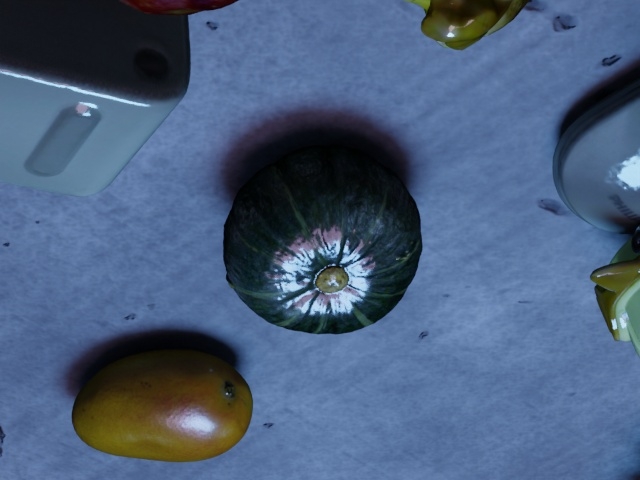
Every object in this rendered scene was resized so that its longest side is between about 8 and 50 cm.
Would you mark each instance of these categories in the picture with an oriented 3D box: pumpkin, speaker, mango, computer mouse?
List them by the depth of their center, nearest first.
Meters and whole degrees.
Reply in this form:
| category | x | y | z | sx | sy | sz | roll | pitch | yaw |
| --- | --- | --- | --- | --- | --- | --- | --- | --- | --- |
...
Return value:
| category | x | y | z | sx | sy | sz | roll | pitch | yaw |
| --- | --- | --- | --- | --- | --- | --- | --- | --- | --- |
| speaker | -0.335 | -0.174 | 1.643 | 0.406 | 0.183 | 0.184 | 12 | 144 | -25 |
| computer mouse | 0.386 | -0.106 | 1.859 | 0.331 | 0.095 | 0.197 | -34 | 136 | 32 |
| pumpkin | 0.002 | 0.000 | 1.917 | 0.211 | 0.152 | 0.212 | -1 | 122 | -1 |
| mango | -0.189 | 0.194 | 2.162 | 0.221 | 0.120 | 0.151 | -1 | 143 | 10 |

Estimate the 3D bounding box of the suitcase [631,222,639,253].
| category | x | y | z | sx | sy | sz | roll | pitch | yaw |
| --- | --- | --- | --- | --- | --- | --- | --- | --- | --- |
| suitcase | 0.481 | -0.127 | 1.656 | 0.283 | 0.194 | 0.434 | 13 | 113 | -19 |

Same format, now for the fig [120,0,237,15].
| category | x | y | z | sx | sy | sz | roll | pitch | yaw |
| --- | --- | --- | --- | --- | --- | --- | --- | --- | --- |
| fig | -0.119 | -0.311 | 1.481 | 0.224 | 0.224 | 0.263 | -16 | 114 | 15 |

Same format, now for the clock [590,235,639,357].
| category | x | y | z | sx | sy | sz | roll | pitch | yaw |
| --- | --- | --- | --- | --- | --- | --- | --- | --- | --- |
| clock | 0.438 | 0.045 | 1.951 | 0.286 | 0.117 | 0.348 | -34 | 151 | 33 |

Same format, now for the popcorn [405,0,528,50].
| category | x | y | z | sx | sy | sz | roll | pitch | yaw |
| --- | --- | --- | --- | --- | --- | --- | --- | --- | --- |
| popcorn | 0.114 | -0.261 | 1.517 | 0.206 | 0.252 | 0.237 | -17 | 155 | 29 |
